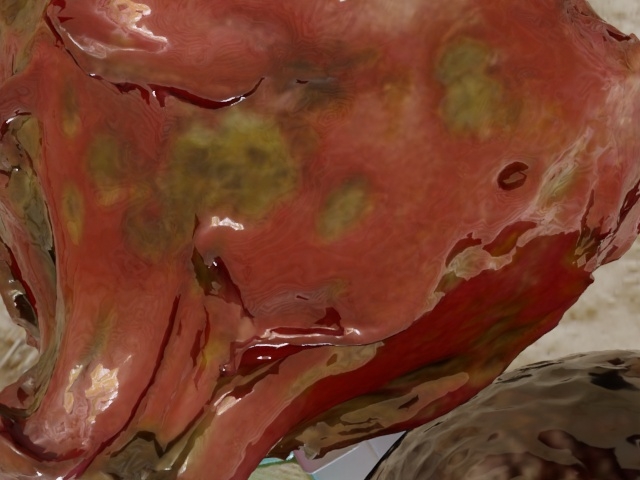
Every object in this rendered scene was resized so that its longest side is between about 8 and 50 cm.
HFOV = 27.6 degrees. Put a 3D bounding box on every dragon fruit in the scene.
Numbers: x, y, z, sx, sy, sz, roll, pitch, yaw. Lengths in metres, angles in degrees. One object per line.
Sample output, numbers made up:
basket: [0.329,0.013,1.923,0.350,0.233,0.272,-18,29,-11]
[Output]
dragon fruit: [-0.034,-0.008,0.401,0.262,0.134,0.212,14,79,14]

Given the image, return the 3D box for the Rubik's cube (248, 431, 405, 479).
Rubik's cube: [-0.035,0.196,1.862,0.368,0.358,0.387,0,111,-12]

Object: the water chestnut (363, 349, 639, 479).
water chestnut: [0.141,0.212,0.519,0.346,0.335,0.335,10,123,-20]
